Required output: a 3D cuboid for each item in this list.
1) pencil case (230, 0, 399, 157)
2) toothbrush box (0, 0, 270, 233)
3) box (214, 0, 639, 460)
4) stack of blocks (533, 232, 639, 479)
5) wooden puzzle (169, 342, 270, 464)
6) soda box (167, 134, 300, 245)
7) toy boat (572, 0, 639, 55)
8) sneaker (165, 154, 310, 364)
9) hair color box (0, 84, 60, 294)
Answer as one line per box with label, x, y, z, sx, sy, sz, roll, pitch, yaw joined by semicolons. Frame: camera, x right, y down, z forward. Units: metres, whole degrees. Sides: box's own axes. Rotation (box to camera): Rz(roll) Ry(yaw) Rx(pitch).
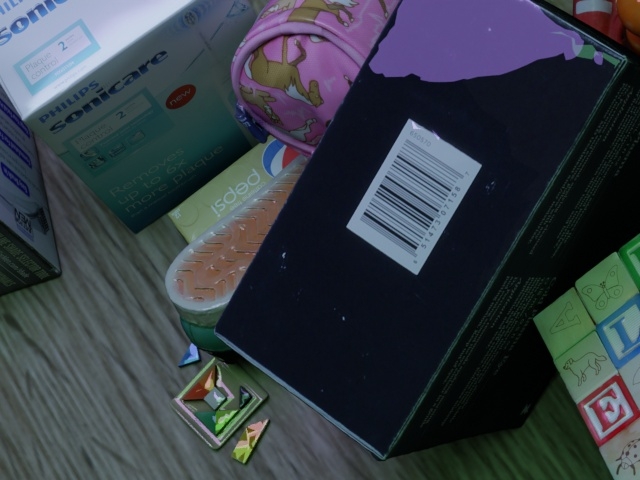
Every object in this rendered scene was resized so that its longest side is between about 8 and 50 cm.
pencil case;0.057;-0.233;1.486;0.160;0.167;0.386;35;49;-10
toothbrush box;-0.157;-0.157;1.508;0.216;0.295;0.126;-34;66;-1
box;0.127;-0.022;1.332;0.179;0.312;0.343;35;102;23
stack of blocks;0.320;0.046;1.210;0.297;0.087;0.171;-40;48;21
wooden puzzle;-0.094;0.147;1.535;0.116;0.014;0.078;35;81;22
soda box;-0.051;-0.049;1.572;0.181;0.058;0.061;-37;67;-2
toy boat;0.299;-0.194;1.490;0.151;0.151;0.231;-2;70;12
sneaker;0.000;0.000;1.519;0.302;0.121;0.108;-33;53;-11
hair color box;-0.359;-0.130;1.606;0.110;0.185;0.338;-19;67;6
